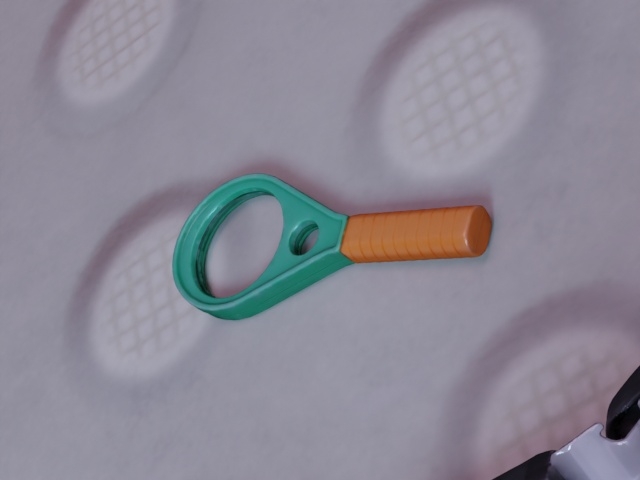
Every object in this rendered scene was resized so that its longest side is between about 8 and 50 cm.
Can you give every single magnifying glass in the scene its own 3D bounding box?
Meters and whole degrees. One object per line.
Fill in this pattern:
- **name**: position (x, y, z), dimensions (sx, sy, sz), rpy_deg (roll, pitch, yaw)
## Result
- **magnifying glass**: position (0.000, 0.000, 1.040), dimensions (0.231, 0.026, 0.092), rpy_deg (-3, 64, 41)

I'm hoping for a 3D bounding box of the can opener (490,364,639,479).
- **can opener**: position (0.112, 0.130, 0.839), dimensions (0.280, 0.074, 0.093), rpy_deg (-35, 12, 20)
